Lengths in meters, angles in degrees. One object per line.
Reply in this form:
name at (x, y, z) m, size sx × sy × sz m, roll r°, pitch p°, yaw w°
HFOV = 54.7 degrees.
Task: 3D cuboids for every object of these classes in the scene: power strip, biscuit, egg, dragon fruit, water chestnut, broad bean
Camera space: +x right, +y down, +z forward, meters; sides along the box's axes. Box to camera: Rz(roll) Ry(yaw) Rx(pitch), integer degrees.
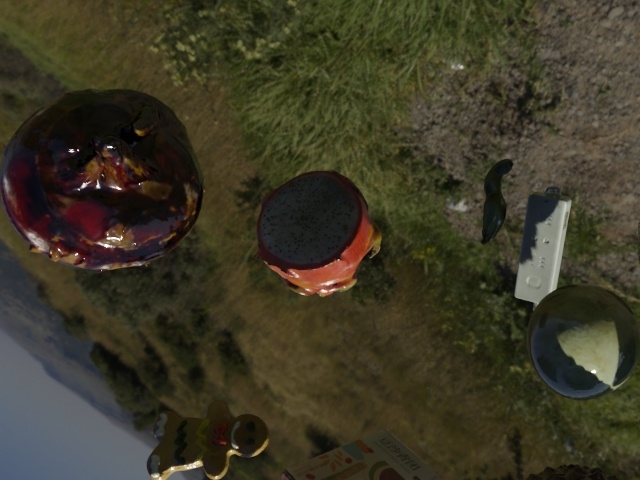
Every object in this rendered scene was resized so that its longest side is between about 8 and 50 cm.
power strip at (0.567, 0.030, 1.583) m, size 0.098 × 0.058 × 0.338 m, roll 15°, pitch 113°, yaw 33°
biscuit at (-0.221, 0.390, 1.217) m, size 0.241 × 0.158 × 0.035 m, roll -9°, pitch 143°, yaw 1°
egg at (0.543, 0.223, 1.295) m, size 0.219 × 0.218 × 0.295 m, roll 21°, pitch 141°, yaw 27°
dragon fruit at (0.000, 0.000, 1.533) m, size 0.306 × 0.305 × 0.225 m, roll 19°, pitch 161°, yaw 31°
water chestnut at (-0.307, -0.092, 0.910) m, size 0.300 × 0.300 × 0.300 m, roll 28°, pitch 157°, yaw 13°
broad bean at (0.417, -0.092, 1.477) m, size 0.048 × 0.213 × 0.070 m, roll 15°, pitch 175°, yaw -34°

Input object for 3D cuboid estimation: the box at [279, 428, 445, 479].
box at (0.140, 0.683, 1.595) m, size 0.345 × 0.385 × 0.122 m, roll 32°, pitch 118°, yaw 42°

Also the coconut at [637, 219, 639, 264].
coconut at (0.892, 0.010, 1.517) m, size 0.230 × 0.227 × 0.227 m, roll -33°, pitch 120°, yaw 21°

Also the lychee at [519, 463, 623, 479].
lychee at (0.490, 0.638, 1.190) m, size 0.380 × 0.432 × 0.380 m, roll 161°, pitch 90°, yaw -85°
